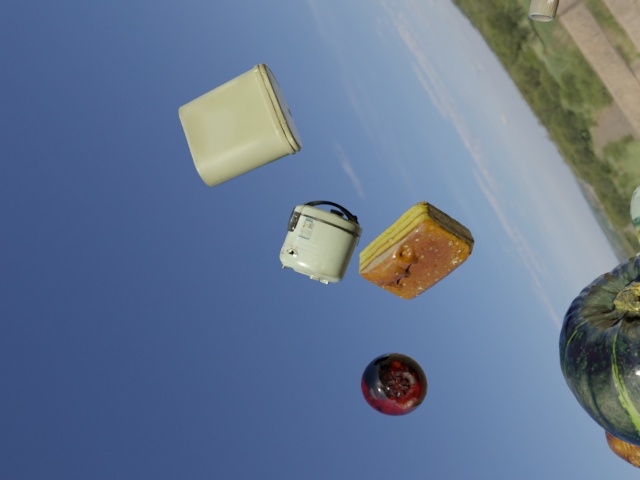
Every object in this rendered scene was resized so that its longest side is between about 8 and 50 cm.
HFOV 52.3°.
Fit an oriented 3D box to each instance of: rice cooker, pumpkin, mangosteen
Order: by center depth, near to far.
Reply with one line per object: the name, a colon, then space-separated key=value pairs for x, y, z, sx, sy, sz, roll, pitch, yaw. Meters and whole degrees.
pumpkin: x=0.533 y=0.163 z=1.006 sx=0.241 sy=0.323 sz=0.323 roll=48 pitch=-157 yaw=-9
mangosteen: x=0.200 y=0.388 z=1.777 sx=0.200 sy=0.200 sz=0.199 roll=45 pitch=-155 yaw=-28
rice cooker: x=0.000 y=0.000 z=1.979 sx=0.226 sy=0.244 sz=0.226 roll=21 pitch=-179 yaw=0

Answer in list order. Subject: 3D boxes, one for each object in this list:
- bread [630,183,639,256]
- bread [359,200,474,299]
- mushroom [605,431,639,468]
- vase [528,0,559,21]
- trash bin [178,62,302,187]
bread: x=0.948 y=-0.061 z=1.574 sx=0.264 sy=0.395 sz=0.239 roll=27 pitch=-114 yaw=-15
bread: x=0.232 y=0.032 z=1.582 sx=0.184 sy=0.234 sz=0.110 roll=29 pitch=-147 yaw=-27
mushroom: x=0.712 y=0.373 z=1.340 sx=0.153 sy=0.253 sz=0.253 roll=61 pitch=-158 yaw=18
vase: x=0.446 y=-0.487 z=1.280 sx=0.053 sy=0.053 sz=0.100 roll=-2 pitch=-75 yaw=-65
trash bin: x=-0.198 y=-0.278 z=1.583 sx=0.121 sy=0.248 sz=0.243 roll=40 pitch=-151 yaw=-71
